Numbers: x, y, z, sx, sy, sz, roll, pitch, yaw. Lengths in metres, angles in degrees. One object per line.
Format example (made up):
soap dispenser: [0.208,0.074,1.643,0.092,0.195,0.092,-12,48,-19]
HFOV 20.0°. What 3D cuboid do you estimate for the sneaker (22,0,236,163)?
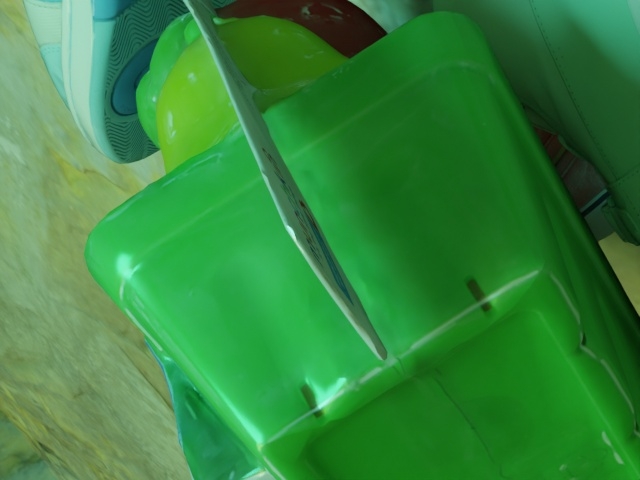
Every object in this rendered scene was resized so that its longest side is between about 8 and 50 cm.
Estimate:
sneaker: [-0.143,-0.196,0.928,0.208,0.127,0.319,36,148,25]

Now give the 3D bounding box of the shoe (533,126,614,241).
shoe: [0.099,-0.030,0.826,0.081,0.063,0.178,49,155,3]

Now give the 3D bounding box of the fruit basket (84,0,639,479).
fruit basket: [0.000,0.000,0.724,0.327,0.165,0.353,54,179,-42]

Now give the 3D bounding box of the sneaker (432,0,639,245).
sneaker: [0.130,-0.038,0.699,0.151,0.094,0.256,20,141,51]
